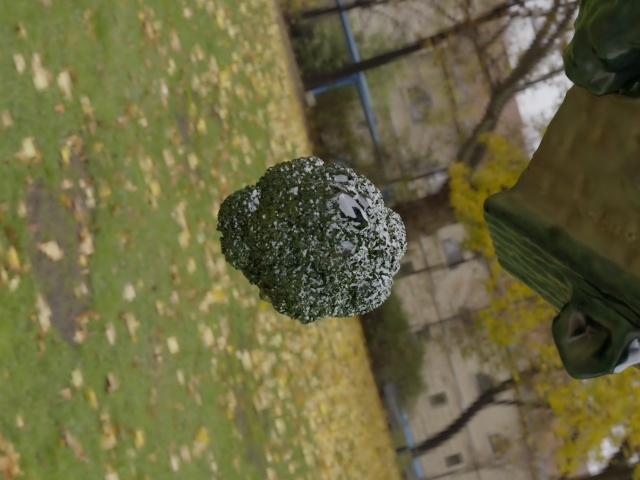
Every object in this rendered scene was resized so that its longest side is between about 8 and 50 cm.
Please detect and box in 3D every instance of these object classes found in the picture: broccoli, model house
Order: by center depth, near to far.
[{"bbox_3d":[0.308,0.032,0.802,0.382,0.334,0.343,41,-60,27],"label":"model house"},{"bbox_3d":[0.000,0.000,0.953,0.146,0.162,0.138,53,-35,10],"label":"broccoli"}]
